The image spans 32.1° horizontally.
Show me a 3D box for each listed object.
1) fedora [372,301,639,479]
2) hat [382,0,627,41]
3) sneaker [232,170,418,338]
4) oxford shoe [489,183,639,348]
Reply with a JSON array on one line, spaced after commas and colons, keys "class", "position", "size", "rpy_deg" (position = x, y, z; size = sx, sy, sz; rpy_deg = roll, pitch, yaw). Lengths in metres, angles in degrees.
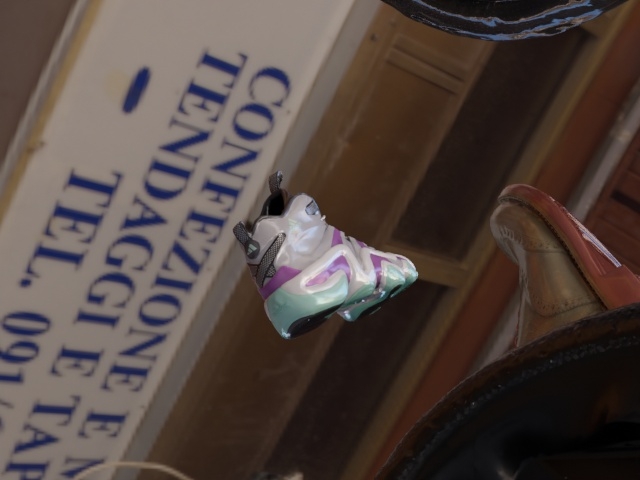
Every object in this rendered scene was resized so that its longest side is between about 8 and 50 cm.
[{"class": "fedora", "position": [0.164, 0.177, 0.523], "size": [0.334, 0.152, 0.334], "rpy_deg": [-32, -153, 19]}, {"class": "hat", "position": [0.168, -0.313, 1.035], "size": [0.331, 0.331, 0.133], "rpy_deg": [-3, -110, 41]}, {"class": "sneaker", "position": [0.000, 0.000, 0.470], "size": [0.038, 0.098, 0.069], "rpy_deg": [-38, -105, 25]}, {"class": "oxford shoe", "position": [0.190, 0.056, 0.902], "size": [0.130, 0.123, 0.348], "rpy_deg": [-46, -159, 9]}]
